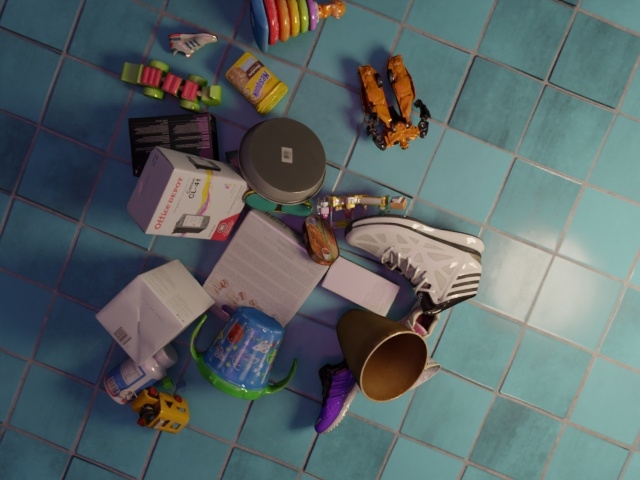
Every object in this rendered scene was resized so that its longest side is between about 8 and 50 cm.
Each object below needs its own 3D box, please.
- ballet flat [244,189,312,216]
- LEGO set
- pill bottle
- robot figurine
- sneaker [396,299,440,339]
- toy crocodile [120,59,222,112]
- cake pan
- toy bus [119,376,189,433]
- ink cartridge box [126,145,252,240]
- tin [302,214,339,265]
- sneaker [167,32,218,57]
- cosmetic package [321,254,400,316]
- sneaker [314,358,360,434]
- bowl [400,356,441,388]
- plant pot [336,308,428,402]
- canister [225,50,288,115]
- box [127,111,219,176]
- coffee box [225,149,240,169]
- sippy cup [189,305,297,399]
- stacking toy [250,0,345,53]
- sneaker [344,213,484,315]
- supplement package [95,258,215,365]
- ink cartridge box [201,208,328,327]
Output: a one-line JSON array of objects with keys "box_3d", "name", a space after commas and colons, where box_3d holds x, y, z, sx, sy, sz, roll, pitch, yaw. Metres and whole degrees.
[{"box_3d": [-0.135, -0.130, 1.649, 0.230, 0.077, 0.077, 11, 133, -24], "name": "ballet flat"}, {"box_3d": [0.128, -0.089, 1.654, 0.286, 0.132, 0.107, -1, 101, -5], "name": "LEGO set"}, {"box_3d": [-0.581, 0.424, 1.690, 0.221, 0.124, 0.124, -35, 91, 2], "name": "pill bottle"}, {"box_3d": [0.229, -0.429, 1.649, 0.210, 0.085, 0.291, -16, 91, 2], "name": "robot figurine"}, {"box_3d": [0.293, 0.290, 1.667, 0.103, 0.111, 0.252, 37, 93, 0], "name": "sneaker"}, {"box_3d": [-0.476, -0.498, 1.654, 0.340, 0.105, 0.115, 19, 93, 1], "name": "toy crocodile"}, {"box_3d": [-0.108, -0.257, 1.612, 0.293, 0.054, 0.294, 7, 72, -21], "name": "cake pan"}, {"box_3d": [-0.522, 0.552, 1.662, 0.202, 0.104, 0.191, -12, 129, -18], "name": "toy bus"}, {"box_3d": [-0.381, -0.129, 1.544, 0.131, 0.306, 0.226, 42, 112, 31], "name": "ink cartridge box"}, {"box_3d": [0.000, 0.000, 1.640, 0.106, 0.190, 0.040, 9, 135, -25], "name": "tin"}, {"box_3d": [-0.411, -0.632, 1.678, 0.161, 0.057, 0.076, -1, 109, 0], "name": "sneaker"}, {"box_3d": [0.130, 0.145, 1.680, 0.231, 0.085, 0.117, 28, 93, 2], "name": "cosmetic package"}, {"box_3d": [0.042, 0.481, 1.692, 0.146, 0.102, 0.293, 35, 86, 0], "name": "sneaker"}, {"box_3d": [0.296, 0.414, 1.668, 0.170, 0.170, 0.080, -33, 61, 3], "name": "bowl"}, {"box_3d": [0.161, 0.322, 1.590, 0.237, 0.254, 0.237, -11, 116, -24], "name": "plant pot"}, {"box_3d": [-0.207, -0.506, 1.663, 0.170, 0.073, 0.126, 44, 93, 1], "name": "canister"}, {"box_3d": [-0.467, -0.302, 1.664, 0.261, 0.103, 0.185, -4, 90, 1], "name": "box"}, {"box_3d": [-0.212, -0.249, 1.690, 0.184, 0.040, 0.113, -11, 93, 2], "name": "coffee box"}, {"box_3d": [-0.232, 0.337, 1.618, 0.305, 0.240, 0.224, 24, 98, -44], "name": "sippy cup"}, {"box_3d": [-0.067, -0.713, 1.624, 0.301, 0.166, 0.175, -12, 81, -9], "name": "stacking toy"}, {"box_3d": [0.282, 0.081, 1.586, 0.446, 0.169, 0.258, 11, 64, -1], "name": "sneaker"}, {"box_3d": [-0.498, 0.212, 1.596, 0.198, 0.263, 0.199, -41, 91, 12], "name": "supplement package"}, {"box_3d": [-0.190, 0.127, 1.705, 0.308, 0.091, 0.385, 35, 110, -1], "name": "ink cartridge box"}]
